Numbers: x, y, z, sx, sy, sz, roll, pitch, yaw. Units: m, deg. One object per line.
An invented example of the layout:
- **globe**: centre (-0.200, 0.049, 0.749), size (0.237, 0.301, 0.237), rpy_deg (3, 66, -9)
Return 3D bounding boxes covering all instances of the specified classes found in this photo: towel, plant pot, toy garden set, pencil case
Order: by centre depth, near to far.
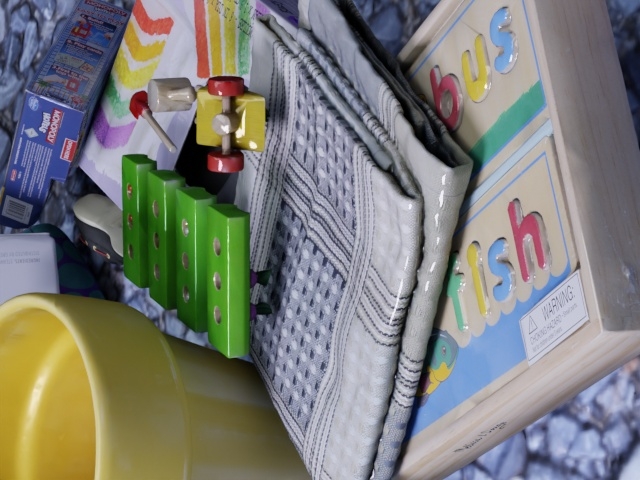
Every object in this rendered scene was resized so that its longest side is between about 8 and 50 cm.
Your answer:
- **towel**: centre (0.000, 0.000, 1.202), size (0.312, 0.056, 0.324), rpy_deg (-119, 35, -52)
- **toy garden set**: centre (-0.096, -0.041, 1.312), size (0.244, 0.049, 0.204), rpy_deg (-150, 58, -61)
- **plant pot**: centre (-0.141, 0.176, 1.324), size (0.254, 0.239, 0.254), rpy_deg (-11, 76, 49)
- **pencil case**: centre (-0.250, 0.053, 1.619), size (0.070, 0.064, 0.152), rpy_deg (-58, 45, 24)

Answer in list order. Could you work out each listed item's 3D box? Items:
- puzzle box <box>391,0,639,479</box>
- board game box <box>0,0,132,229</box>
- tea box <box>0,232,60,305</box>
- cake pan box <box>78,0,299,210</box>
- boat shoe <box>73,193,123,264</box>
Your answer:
- **puzzle box**: centre (0.090, -0.002, 1.115), size (0.409, 0.052, 0.272), rpy_deg (130, 135, -60)
- **board game box**: centre (-0.242, -0.134, 1.603), size (0.194, 0.060, 0.194), rpy_deg (116, 173, -48)
- **tea box**: centre (-0.405, 0.169, 1.609), size (0.329, 0.220, 0.323), rpy_deg (-8, 85, 58)
- **cake pan box**: centre (-0.097, -0.113, 1.458), size (0.267, 0.070, 0.246), rpy_deg (44, 119, 45)
- **boat shoe**: centre (-0.184, 0.001, 1.568), size (0.133, 0.049, 0.042), rpy_deg (31, 141, 40)
